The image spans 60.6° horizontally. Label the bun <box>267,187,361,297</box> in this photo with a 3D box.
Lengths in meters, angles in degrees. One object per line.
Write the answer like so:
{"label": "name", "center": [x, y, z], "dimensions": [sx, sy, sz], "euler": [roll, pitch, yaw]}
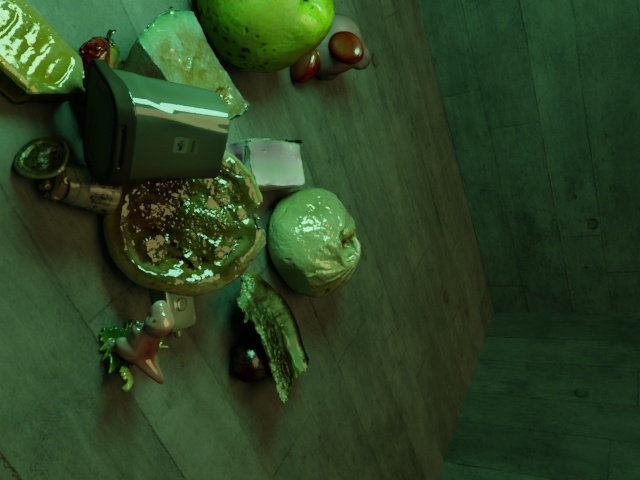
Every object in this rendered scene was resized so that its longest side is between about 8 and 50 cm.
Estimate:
{"label": "bun", "center": [0.000, 0.000, 1.776], "dimensions": [0.349, 0.227, 0.352], "euler": [31, 56, -50]}

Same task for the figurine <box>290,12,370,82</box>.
{"label": "figurine", "center": [0.038, -0.687, 1.921], "dimensions": [0.261, 0.270, 0.211], "euler": [-33, 109, -63]}

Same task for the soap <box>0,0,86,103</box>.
{"label": "soap", "center": [-0.581, -0.366, 1.063], "dimensions": [0.257, 0.080, 0.160], "euler": [49, 47, -43]}

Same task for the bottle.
{"label": "bottle", "center": [-0.502, -0.115, 1.142], "dimensions": [0.152, 0.099, 0.098], "euler": [18, 72, -45]}

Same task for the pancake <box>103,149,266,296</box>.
{"label": "pancake", "center": [-0.301, -0.057, 1.284], "dimensions": [0.382, 0.071, 0.382], "euler": [2, 83, -22]}

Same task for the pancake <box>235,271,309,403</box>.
{"label": "pancake", "center": [-0.131, 0.263, 1.611], "dimensions": [0.305, 0.067, 0.426], "euler": [-84, 155, -66]}

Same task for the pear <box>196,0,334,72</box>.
{"label": "pear", "center": [-0.141, -0.661, 1.516], "dimensions": [0.391, 0.391, 0.390], "euler": [10, 78, -56]}

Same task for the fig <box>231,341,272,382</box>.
{"label": "fig", "center": [-0.186, 0.356, 1.573], "dimensions": [0.155, 0.103, 0.109], "euler": [30, 85, -43]}

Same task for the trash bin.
{"label": "trash bin", "center": [-0.338, -0.231, 1.129], "dimensions": [0.250, 0.219, 0.219], "euler": [0, 126, -31]}

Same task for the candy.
{"label": "candy", "center": [-0.162, -0.228, 1.662], "dimensions": [0.265, 0.116, 0.155], "euler": [-14, 99, -57]}

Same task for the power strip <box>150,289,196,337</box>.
{"label": "power strip", "center": [-0.377, 0.053, 1.349], "dimensions": [0.091, 0.062, 0.385], "euler": [-15, 98, -54]}

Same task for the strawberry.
{"label": "strawberry", "center": [-0.488, -0.363, 1.200], "dimensions": [0.140, 0.085, 0.192], "euler": [-90, -169, -61]}

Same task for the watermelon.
{"label": "watermelon", "center": [-0.346, -0.376, 1.321], "dimensions": [0.302, 0.151, 0.264], "euler": [58, 35, -24]}

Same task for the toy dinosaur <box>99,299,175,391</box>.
{"label": "toy dinosaur", "center": [-0.377, 0.227, 1.223], "dimensions": [0.152, 0.177, 0.194], "euler": [3, 85, -56]}

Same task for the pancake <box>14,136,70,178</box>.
{"label": "pancake", "center": [-0.551, -0.165, 1.087], "dimensions": [0.017, 0.108, 0.108], "euler": [108, -1, -61]}
